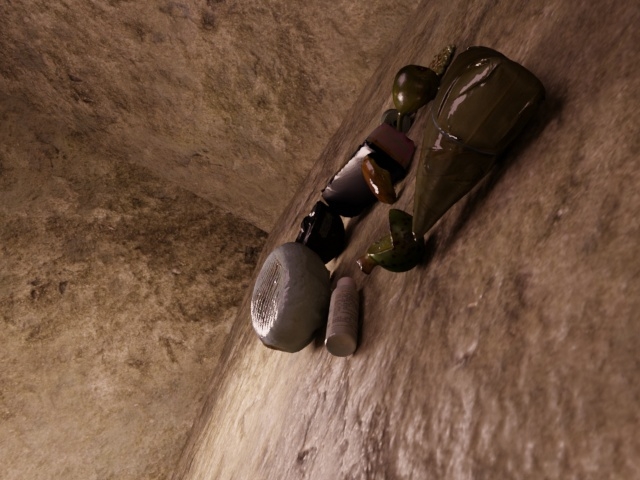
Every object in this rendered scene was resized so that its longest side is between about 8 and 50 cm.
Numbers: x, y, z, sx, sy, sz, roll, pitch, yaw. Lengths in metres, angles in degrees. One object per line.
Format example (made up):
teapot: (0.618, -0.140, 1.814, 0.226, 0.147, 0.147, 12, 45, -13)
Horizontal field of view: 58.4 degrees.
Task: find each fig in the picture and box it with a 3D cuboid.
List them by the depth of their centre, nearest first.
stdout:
fig: (0.305, -0.474, 1.971, 0.151, 0.152, 0.259, -76, 3, -54)

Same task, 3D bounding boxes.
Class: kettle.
kettle: (0.276, -0.444, 2.089, 0.148, 0.098, 0.126, -86, 21, -73)

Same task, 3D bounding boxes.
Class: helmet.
helmet: (0.000, 0.000, 2.076, 0.230, 0.161, 0.278, 131, 158, -57)

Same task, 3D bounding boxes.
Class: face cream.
face cream: (0.063, 0.190, 1.508, 0.082, 0.082, 0.269, -56, 11, 28)

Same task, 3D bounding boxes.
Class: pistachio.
pistachio: (0.171, -0.182, 1.733, 0.049, 0.172, 0.089, -25, -11, -40)

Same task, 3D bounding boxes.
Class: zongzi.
zongzi: (0.298, -0.228, 1.256, 0.356, 0.174, 0.392, -72, 8, -63)

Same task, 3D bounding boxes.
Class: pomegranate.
pomegranate: (0.171, 0.020, 1.306, 0.169, 0.122, 0.143, -59, 7, 7)

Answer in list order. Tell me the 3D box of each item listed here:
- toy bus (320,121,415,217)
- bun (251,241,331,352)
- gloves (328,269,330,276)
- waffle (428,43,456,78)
toy bus: (0.159, -0.226, 1.931, 0.162, 0.171, 0.386, -51, 5, -33)
bun: (-0.087, 0.185, 1.810, 0.362, 0.211, 0.361, -54, 25, 40)
gloves: (-0.021, 0.145, 1.987, 0.144, 0.094, 0.110, -26, 41, 39)
waffle: (0.411, -0.612, 2.039, 0.183, 0.036, 0.169, -64, 12, -8)
